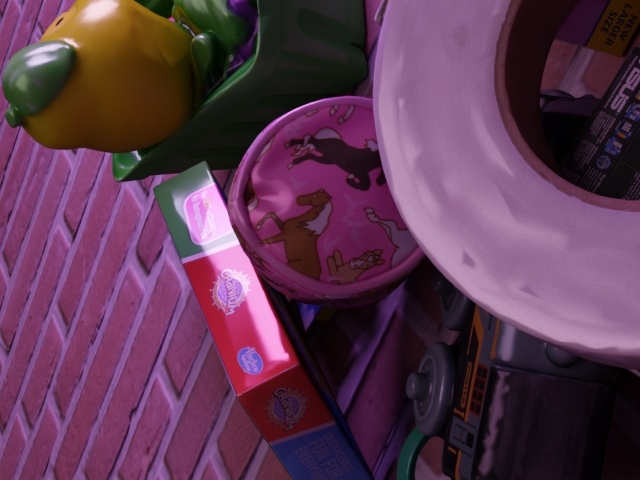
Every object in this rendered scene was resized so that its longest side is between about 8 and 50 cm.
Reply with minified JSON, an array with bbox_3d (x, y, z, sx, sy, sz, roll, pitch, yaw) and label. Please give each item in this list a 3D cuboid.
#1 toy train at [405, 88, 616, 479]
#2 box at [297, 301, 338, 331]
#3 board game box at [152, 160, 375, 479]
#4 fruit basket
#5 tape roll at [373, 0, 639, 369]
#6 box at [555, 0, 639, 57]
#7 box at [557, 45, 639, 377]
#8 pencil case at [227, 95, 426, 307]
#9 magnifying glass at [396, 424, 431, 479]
[{"bbox_3d":[0.167,0.046,1.098,0.190,0.142,0.334,-167,89,-79],"label":"toy train"},{"bbox_3d":[0.000,0.000,1.531,0.109,0.042,0.178,-57,37,36],"label":"box"},{"bbox_3d":[-0.054,0.103,1.422,0.064,0.242,0.316,-28,44,0],"label":"board game box"},{"bbox_3d":[-0.176,-0.216,1.580,0.392,0.392,0.283,-31,56,53],"label":"fruit basket"},{"bbox_3d":[0.216,-0.112,0.902,0.392,0.072,0.392,-8,73,29],"label":"tape roll"},{"bbox_3d":[0.169,-0.285,1.124,0.213,0.243,0.117,-64,34,25],"label":"box"},{"bbox_3d":[0.235,-0.005,0.932,0.184,0.045,0.191,33,94,28],"label":"box"},{"bbox_3d":[0.017,-0.020,1.233,0.167,0.160,0.386,-54,-4,-2],"label":"pencil case"},{"bbox_3d":[0.131,0.136,1.240,0.026,0.092,0.231,13,83,64],"label":"magnifying glass"}]
